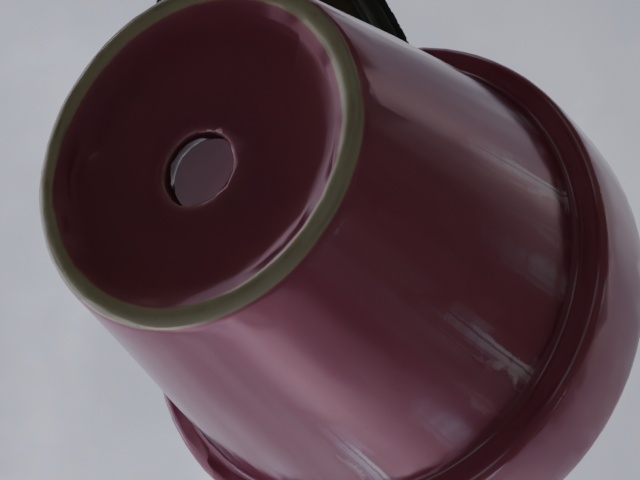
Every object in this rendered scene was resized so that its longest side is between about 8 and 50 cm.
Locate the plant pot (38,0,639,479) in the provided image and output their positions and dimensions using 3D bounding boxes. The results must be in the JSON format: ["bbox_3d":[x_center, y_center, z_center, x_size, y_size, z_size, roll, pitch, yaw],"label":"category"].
[{"bbox_3d":[0.000,0.000,0.652,0.180,0.201,0.201,38,-117,-54],"label":"plant pot"}]

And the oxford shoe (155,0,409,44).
[{"bbox_3d":[-0.028,-0.114,0.864,0.096,0.083,0.227,-38,-102,-10],"label":"oxford shoe"}]
